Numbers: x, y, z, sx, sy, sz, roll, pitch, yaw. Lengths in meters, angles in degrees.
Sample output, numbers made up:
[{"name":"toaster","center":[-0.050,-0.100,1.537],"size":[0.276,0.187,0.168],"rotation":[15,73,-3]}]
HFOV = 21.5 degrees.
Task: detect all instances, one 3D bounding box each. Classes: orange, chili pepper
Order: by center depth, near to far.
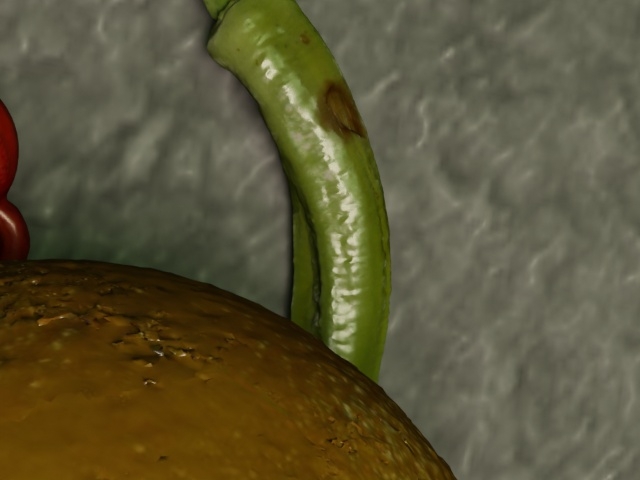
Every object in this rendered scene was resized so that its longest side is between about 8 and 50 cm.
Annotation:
[{"name":"orange","center":[-0.076,0.137,0.460],"size":[0.274,0.274,0.274],"rotation":[0,91,-17]},{"name":"chili pepper","center":[0.001,0.000,0.601],"size":[0.049,0.043,0.208],"rotation":[-16,96,-29]}]

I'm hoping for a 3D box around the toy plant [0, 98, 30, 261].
[{"name":"toy plant","center":[-0.175,-0.099,0.524],"size":[0.154,0.088,0.240],"rotation":[-3,103,-5]}]
